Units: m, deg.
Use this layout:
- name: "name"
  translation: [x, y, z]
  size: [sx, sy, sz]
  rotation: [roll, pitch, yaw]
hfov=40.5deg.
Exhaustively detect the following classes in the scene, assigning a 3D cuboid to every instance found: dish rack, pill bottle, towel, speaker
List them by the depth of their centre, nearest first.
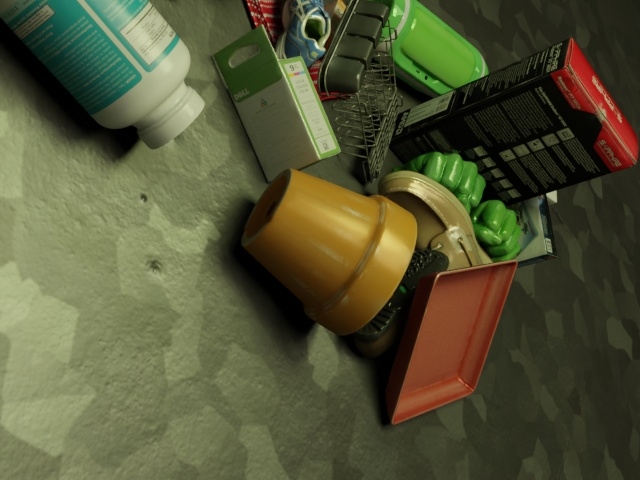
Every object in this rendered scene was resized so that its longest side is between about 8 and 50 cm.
- name: "pill bottle"
  translation: [-0.258, -0.237, 1.043]
  size: [0.264, 0.146, 0.146]
  rotation: [51, 43, -23]
- name: "towel"
  translation: [-0.039, -0.357, 1.439]
  size: [0.198, 0.031, 0.275]
  rotation: [-18, 89, -52]
- name: "dish rack"
  translation: [0.076, -0.239, 1.440]
  size: [0.272, 0.074, 0.208]
  rotation: [75, 31, -51]
- name: "speaker"
  translation: [0.190, -0.359, 1.630]
  size: [0.296, 0.131, 0.131]
  rotation: [24, 57, -42]

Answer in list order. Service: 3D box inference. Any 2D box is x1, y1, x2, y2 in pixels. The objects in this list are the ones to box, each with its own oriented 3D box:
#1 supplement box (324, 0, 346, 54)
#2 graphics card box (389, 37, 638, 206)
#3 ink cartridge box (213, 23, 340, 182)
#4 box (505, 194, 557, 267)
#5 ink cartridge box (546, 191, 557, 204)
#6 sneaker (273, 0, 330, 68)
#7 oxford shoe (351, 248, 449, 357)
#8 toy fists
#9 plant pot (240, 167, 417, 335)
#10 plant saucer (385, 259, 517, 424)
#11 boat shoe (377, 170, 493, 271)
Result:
- name: "supplement box"
  translation: [0.027, -0.353, 1.463]
  size: [0.062, 0.036, 0.098]
  rotation: [46, 41, -29]
- name: "graphics card box"
  translation: [0.330, -0.178, 1.524]
  size: [0.233, 0.370, 0.094]
  rotation: [45, 46, -26]
- name: "ink cartridge box"
  translation: [-0.064, -0.203, 1.282]
  size: [0.062, 0.109, 0.209]
  rotation: [-29, 97, -51]
- name: "box"
  translation: [0.356, -0.061, 1.671]
  size: [0.044, 0.159, 0.233]
  rotation: [13, 66, -46]
- name: "ink cartridge box"
  translation: [0.430, -0.110, 1.832]
  size: [0.122, 0.088, 0.052]
  rotation: [25, 57, -41]
- name: "sneaker"
  translation: [-0.016, -0.347, 1.371]
  size: [0.080, 0.081, 0.211]
  rotation: [30, 52, -37]
- name: "oxford shoe"
  translation: [0.126, 0.098, 1.390]
  size: [0.227, 0.082, 0.096]
  rotation: [-41, 140, -27]
- name: "toy fists"
  translation: [0.252, -0.051, 1.560]
  size: [0.279, 0.142, 0.096]
  rotation: [46, 45, -26]
- name: "plant pot"
  translation: [0.000, 0.000, 1.221]
  size: [0.188, 0.205, 0.205]
  rotation: [32, 51, -18]
- name: "plant saucer"
  translation: [0.205, 0.151, 1.409]
  size: [0.259, 0.047, 0.259]
  rotation: [-6, 116, -49]
- name: "boat shoe"
  translation: [0.209, 0.022, 1.496]
  size: [0.341, 0.121, 0.110]
  rotation: [48, 43, -27]
